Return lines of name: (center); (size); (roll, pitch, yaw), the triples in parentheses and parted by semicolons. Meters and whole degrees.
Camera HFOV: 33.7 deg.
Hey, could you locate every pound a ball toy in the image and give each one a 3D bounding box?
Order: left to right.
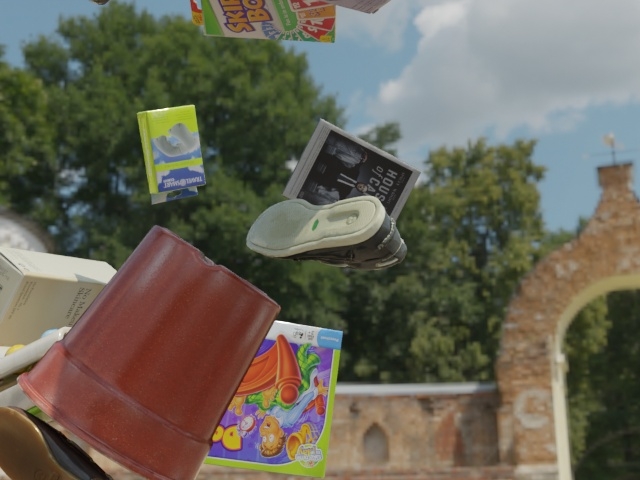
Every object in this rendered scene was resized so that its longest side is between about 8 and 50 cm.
pound a ball toy: (-0.520, 0.264, 1.890); (0.319, 0.136, 0.208); (-26, -20, 19)

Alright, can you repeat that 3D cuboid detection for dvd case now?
dvd case: (0.064, -0.120, 2.199); (0.238, 0.179, 0.029); (27, 6, -5)

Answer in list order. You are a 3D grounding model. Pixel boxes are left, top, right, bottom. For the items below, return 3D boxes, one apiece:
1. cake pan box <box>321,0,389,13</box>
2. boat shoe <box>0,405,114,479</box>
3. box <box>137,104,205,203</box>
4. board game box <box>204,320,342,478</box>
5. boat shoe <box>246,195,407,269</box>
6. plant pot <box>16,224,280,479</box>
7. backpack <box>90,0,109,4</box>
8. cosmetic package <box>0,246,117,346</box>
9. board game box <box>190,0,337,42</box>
cake pan box: (0.025, -0.377, 1.302); (0.245, 0.070, 0.267); (6, -12, -26)
boat shoe: (-0.315, 0.273, 1.266); (0.073, 0.207, 0.073); (-55, -20, 13)
box: (-0.286, -0.166, 2.044); (0.109, 0.178, 0.042); (-14, 11, -34)
board game box: (-0.153, 0.233, 1.654); (0.346, 0.234, 0.078); (10, -12, -13)
boat shoe: (0.000, 0.000, 1.257); (0.233, 0.084, 0.079); (0, -34, 46)
plant pot: (-0.204, 0.141, 1.377); (0.272, 0.265, 0.272); (33, -5, 3)
backpack: (-0.458, -0.542, 2.169); (0.105, 0.084, 0.114); (29, -24, -15)
cosmetic package: (-0.524, 0.118, 2.056); (0.113, 0.160, 0.309); (35, 12, 31)
board game box: (-0.101, -0.406, 1.847); (0.259, 0.039, 0.124); (5, -35, 3)
